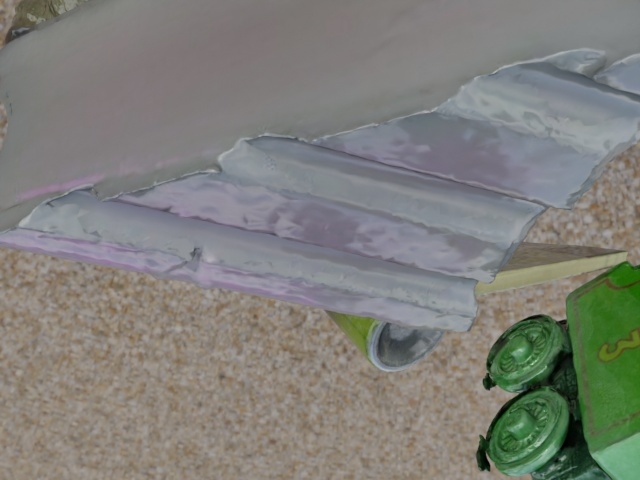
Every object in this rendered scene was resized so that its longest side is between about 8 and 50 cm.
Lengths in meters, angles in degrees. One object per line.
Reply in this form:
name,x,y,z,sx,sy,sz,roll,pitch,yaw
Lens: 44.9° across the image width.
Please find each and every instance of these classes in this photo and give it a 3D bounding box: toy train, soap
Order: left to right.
soap,-0.020,-0.088,0.373,0.302,0.159,0.258,10,149,-16
toy train,0.235,0.126,0.612,0.188,0.243,0.132,-37,105,26

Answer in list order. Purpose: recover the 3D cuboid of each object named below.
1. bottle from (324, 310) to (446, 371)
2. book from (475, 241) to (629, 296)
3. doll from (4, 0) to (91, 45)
bottle,0.000,0.000,0.799,0.093,0.330,0.093,-18,128,-24
book,0.211,0.028,0.954,0.289,0.026,0.201,-7,-172,-34
doll,-0.208,-0.226,0.691,0.286,0.091,0.203,-2,105,45
